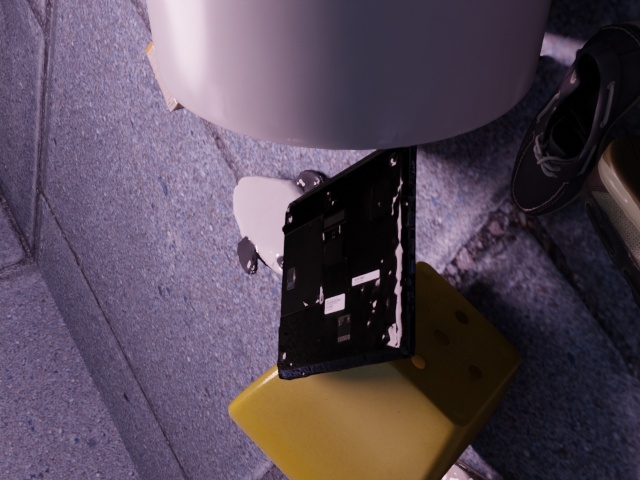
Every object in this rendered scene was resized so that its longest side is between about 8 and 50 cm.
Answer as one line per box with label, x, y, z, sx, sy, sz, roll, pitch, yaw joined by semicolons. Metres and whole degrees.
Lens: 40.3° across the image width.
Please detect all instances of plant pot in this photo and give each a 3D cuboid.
plant pot;0.074;0.148;0.886;0.212;0.212;0.187;44;132;11

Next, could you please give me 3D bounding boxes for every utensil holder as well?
utensil holder;0.022;-0.299;0.583;0.327;0.328;0.385;40;142;41

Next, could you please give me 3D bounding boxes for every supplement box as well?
supplement box;-0.204;-0.243;1.262;0.036;0.062;0.098;-26;85;60

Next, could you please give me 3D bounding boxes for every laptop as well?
laptop;0.071;-0.013;0.766;0.234;0.137;0.264;153;122;-61

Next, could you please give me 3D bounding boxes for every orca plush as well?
orca plush;0.000;0.000;1.091;0.287;0.102;0.151;15;77;44

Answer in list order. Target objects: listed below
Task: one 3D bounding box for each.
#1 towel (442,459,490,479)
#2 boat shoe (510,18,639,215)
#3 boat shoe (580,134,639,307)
towel;0.176;0.364;0.936;0.282;0.049;0.187;22;90;53
boat shoe;0.191;-0.087;0.694;0.075;0.065;0.206;55;148;23
boat shoe;0.266;0.029;0.638;0.223;0.080;0.073;64;157;20
